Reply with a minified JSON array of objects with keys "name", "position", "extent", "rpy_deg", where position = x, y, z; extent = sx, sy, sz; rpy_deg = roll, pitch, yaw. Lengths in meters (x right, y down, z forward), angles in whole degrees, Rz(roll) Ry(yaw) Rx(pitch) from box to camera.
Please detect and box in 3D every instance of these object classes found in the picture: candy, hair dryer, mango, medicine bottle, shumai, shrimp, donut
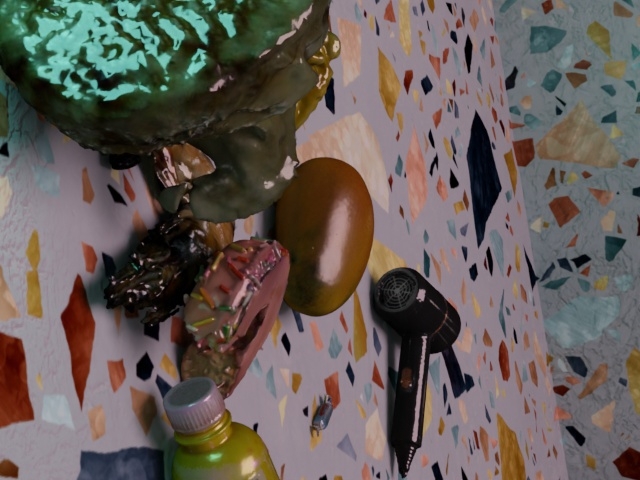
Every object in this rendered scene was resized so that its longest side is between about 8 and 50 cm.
[{"name":"candy","position":[0.004,0.265,2.223],"extent":[0.083,0.020,0.030],"rpy_deg":[-60,135,-56]},{"name":"hair dryer","position":[0.155,0.235,2.534],"extent":[0.189,0.107,0.352],"rpy_deg":[44,47,-53]},{"name":"mango","position":[0.004,0.000,2.189],"extent":[0.175,0.139,0.254],"rpy_deg":[32,58,-47]},{"name":"medicine bottle","position":[-0.123,0.269,1.762],"extent":[0.122,0.122,0.212],"rpy_deg":[-64,138,-57]},{"name":"shumai","position":[-0.159,-0.220,1.664],"extent":[0.348,0.395,0.395],"rpy_deg":[83,7,-63]},{"name":"shrimp","position":[-0.202,-0.037,1.786],"extent":[0.233,0.071,0.365],"rpy_deg":[66,25,-11]},{"name":"donut","position":[-0.109,0.086,1.800],"extent":[0.199,0.085,0.233],"rpy_deg":[-58,168,-33]}]

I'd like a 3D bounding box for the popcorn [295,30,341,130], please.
[{"name":"popcorn","position":[-0.102,-0.236,1.941],"extent":[0.225,0.249,0.249],"rpy_deg":[-62,147,-13]}]
